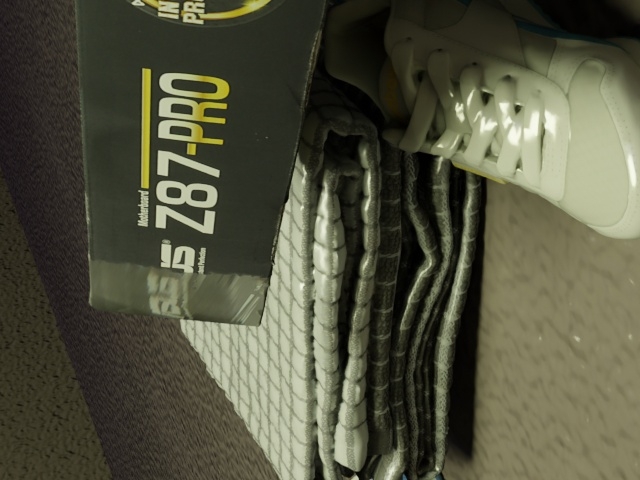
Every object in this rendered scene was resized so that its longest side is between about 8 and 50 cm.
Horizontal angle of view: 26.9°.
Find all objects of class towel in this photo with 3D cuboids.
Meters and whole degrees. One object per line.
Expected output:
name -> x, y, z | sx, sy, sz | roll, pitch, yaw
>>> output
towel -> 0.000, 0.000, 0.842 | 0.235, 0.121, 0.283 | -132, 35, -52

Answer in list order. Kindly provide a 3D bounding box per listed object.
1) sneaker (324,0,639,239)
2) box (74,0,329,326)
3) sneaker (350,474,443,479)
sneaker -> 0.080, -0.060, 0.602 | 0.228, 0.092, 0.087 | -135, 37, -54
box -> -0.036, -0.205, 0.597 | 0.318, 0.097, 0.395 | 103, 172, -62
sneaker -> 0.066, 0.201, 0.875 | 0.053, 0.059, 0.144 | 98, 151, -43
